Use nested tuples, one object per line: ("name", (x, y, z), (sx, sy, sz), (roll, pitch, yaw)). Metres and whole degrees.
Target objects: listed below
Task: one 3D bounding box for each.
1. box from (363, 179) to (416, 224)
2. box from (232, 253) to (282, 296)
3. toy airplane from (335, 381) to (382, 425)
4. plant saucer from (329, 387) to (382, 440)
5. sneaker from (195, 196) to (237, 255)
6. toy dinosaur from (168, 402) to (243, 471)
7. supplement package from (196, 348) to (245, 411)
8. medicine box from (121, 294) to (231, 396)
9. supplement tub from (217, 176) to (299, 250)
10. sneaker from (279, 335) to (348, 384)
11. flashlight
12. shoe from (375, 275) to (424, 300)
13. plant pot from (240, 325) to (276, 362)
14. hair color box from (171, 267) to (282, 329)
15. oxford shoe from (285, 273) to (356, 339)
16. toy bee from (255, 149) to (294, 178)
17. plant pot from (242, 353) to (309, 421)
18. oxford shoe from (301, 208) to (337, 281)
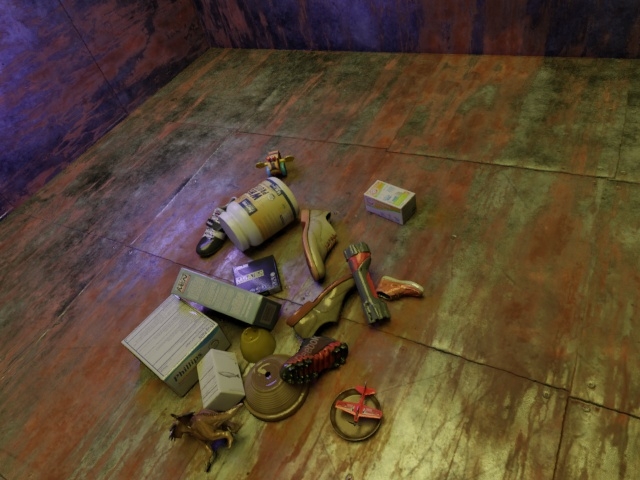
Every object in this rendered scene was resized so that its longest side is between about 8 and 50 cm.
("box", (0.308, -0.171, 2.010), (0.203, 0.103, 0.114), (27, 60, 35))
("box", (-0.269, 0.162, 1.911), (0.191, 0.045, 0.184), (-18, 49, 0))
("toy airplane", (0.126, 0.515, 1.436), (0.151, 0.028, 0.151), (-7, 47, 8))
("plant saucer", (0.113, 0.554, 1.443), (0.169, 0.029, 0.168), (-9, 45, 9))
("sneaker", (-0.485, -0.077, 2.133), (0.123, 0.146, 0.330), (19, 57, 29))
("toy dinosaur", (-0.371, 0.584, 1.429), (0.200, 0.295, 0.127), (40, 32, -1))
("supplement package", (-0.346, 0.483, 1.568), (0.105, 0.105, 0.179), (-48, 43, 20))
("medicine box", (-0.541, 0.386, 1.710), (0.289, 0.149, 0.263), (25, 59, 33))
("supplement tub", (-0.278, -0.117, 2.048), (0.316, 0.228, 0.228), (-37, 49, -18))
("sneaker", (-0.040, 0.399, 1.542), (0.276, 0.097, 0.135), (-15, 27, -39))
("flashlight", (0.179, 0.157, 1.691), (0.103, 0.103, 0.303), (-26, 68, 14))
("shoe", (0.295, 0.193, 1.706), (0.178, 0.063, 0.081), (13, 54, 33))
("plant pot", (-0.242, 0.370, 1.673), (0.135, 0.095, 0.134), (-8, 47, 9))
("hair color box", (-0.360, 0.224, 1.745), (0.375, 0.185, 0.113), (16, 79, 22))
("oxford shoe", (0.036, 0.251, 1.717), (0.348, 0.123, 0.130), (-36, 80, -24))
("toy bee", (-0.225, -0.393, 2.338), (0.195, 0.162, 0.298), (-27, 46, -11))
("plant pot", (-0.164, 0.478, 1.541), (0.238, 0.109, 0.237), (-9, 45, 9))
("oxford shoe", (0.000, 0.000, 1.923), (0.147, 0.140, 0.396), (-7, 48, 0))
